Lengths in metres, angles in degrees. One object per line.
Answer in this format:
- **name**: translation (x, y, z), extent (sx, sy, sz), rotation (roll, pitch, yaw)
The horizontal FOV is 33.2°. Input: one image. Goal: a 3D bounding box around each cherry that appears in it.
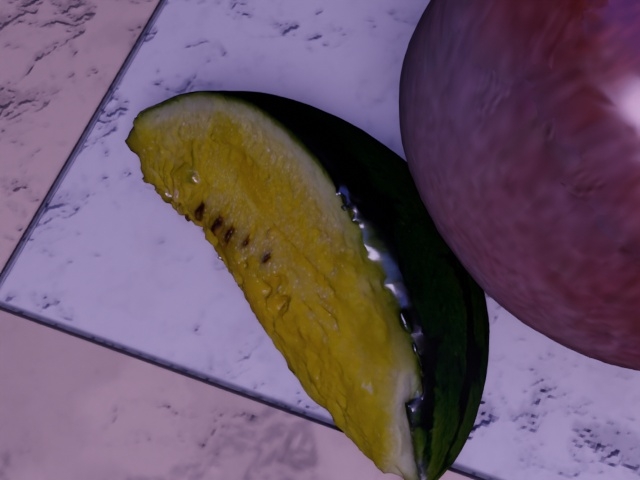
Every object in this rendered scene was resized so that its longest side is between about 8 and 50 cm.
- **cherry**: translation (0.145, -0.043, 0.525), extent (0.206, 0.239, 0.239), rotation (-1, 59, -15)

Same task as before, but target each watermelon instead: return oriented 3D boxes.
- **watermelon**: translation (0.000, 0.000, 0.619), extent (0.129, 0.123, 0.301), rotation (-50, 61, 20)
